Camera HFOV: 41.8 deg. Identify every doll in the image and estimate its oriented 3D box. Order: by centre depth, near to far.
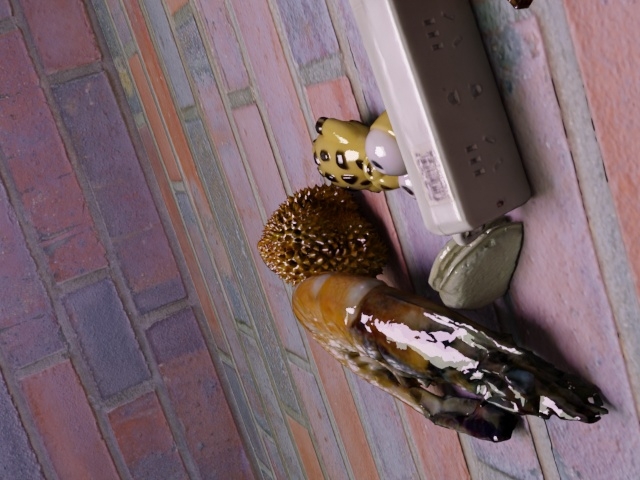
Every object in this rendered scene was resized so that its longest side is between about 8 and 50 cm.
[{"bbox_3d":[0.067,-0.094,0.918,0.117,0.086,0.291,40,169,-20],"label":"doll"}]

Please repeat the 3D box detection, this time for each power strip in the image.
[{"bbox_3d":[0.095,-0.159,0.736,0.058,0.098,0.338,-12,100,56],"label":"power strip"}]

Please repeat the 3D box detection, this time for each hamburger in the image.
[{"bbox_3d":[0.147,0.024,0.827,0.054,0.084,0.121,60,158,28],"label":"hamburger"}]

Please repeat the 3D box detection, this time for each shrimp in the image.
[{"bbox_3d":[0.132,0.152,0.936,0.445,0.085,0.272,9,143,54],"label":"shrimp"}]

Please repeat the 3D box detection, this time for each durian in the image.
[{"bbox_3d":[0.000,0.000,1.105,0.158,0.168,0.137,-113,23,-57],"label":"durian"}]

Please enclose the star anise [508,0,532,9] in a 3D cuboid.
[{"bbox_3d":[0.121,-0.259,0.626,0.097,0.070,0.190,-28,82,44],"label":"star anise"}]
